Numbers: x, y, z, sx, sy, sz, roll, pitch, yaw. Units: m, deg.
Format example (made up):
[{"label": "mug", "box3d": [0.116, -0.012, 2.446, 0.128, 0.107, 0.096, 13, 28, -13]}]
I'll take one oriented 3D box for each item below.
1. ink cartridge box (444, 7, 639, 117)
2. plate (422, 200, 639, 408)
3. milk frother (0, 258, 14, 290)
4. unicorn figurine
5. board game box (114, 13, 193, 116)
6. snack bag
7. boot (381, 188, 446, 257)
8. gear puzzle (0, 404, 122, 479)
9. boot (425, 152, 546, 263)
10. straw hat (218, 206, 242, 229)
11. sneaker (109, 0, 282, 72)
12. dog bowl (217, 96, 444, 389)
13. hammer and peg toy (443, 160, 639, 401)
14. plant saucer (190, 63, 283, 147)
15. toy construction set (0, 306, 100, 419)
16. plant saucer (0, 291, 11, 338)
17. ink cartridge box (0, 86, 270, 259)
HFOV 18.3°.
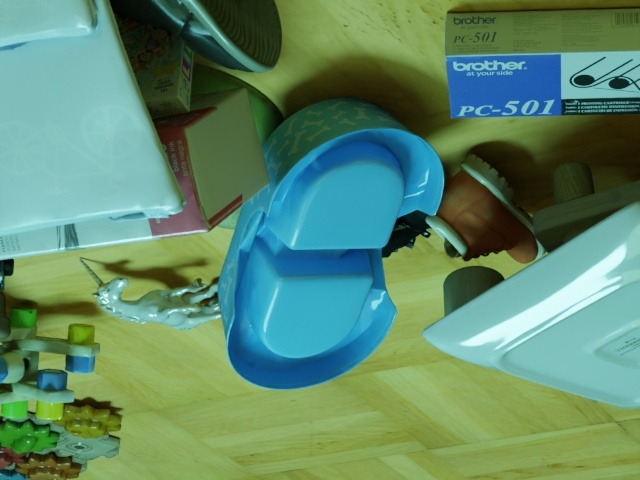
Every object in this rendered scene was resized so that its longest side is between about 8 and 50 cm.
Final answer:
[{"label": "ink cartridge box", "box3d": [0.208, -0.145, 1.625, 0.207, 0.046, 0.097, 0, 152, 7]}, {"label": "plate", "box3d": [0.279, 0.075, 1.739, 0.278, 0.045, 0.277, 18, 143, -35]}, {"label": "milk frother", "box3d": [-0.347, -0.028, 1.798, 0.135, 0.143, 0.129, -5, 160, 10]}, {"label": "unicorn figurine", "box3d": [-0.159, 0.065, 2.058, 0.111, 0.060, 0.162, -15, 148, 30]}, {"label": "board game box", "box3d": [-0.177, -0.143, 1.598, 0.154, 0.103, 0.026, -7, 152, 16]}, {"label": "snack bag", "box3d": [-0.299, -0.138, 1.500, 0.323, 0.037, 0.342, -9, 117, 21]}, {"label": "boot", "box3d": [0.068, -0.022, 1.864, 0.099, 0.045, 0.121, -23, 158, 25]}, {"label": "gear puzzle", "box3d": [-0.351, 0.271, 2.502, 0.175, 0.044, 0.339, 21, 148, -32]}, {"label": "boot", "box3d": [0.152, -0.009, 1.846, 0.059, 0.084, 0.158, 34, 173, 42]}, {"label": "straw hat", "box3d": [-0.042, -0.006, 1.849, 0.145, 0.061, 0.144, -6, 161, -2]}, {"label": "sneaker", "box3d": [-0.132, -0.197, 1.529, 0.118, 0.083, 0.222, -13, 140, 38]}, {"label": "dog bowl", "box3d": [0.000, 0.000, 1.773, 0.166, 0.074, 0.297, -1, 130, -27]}, {"label": "hammer and peg toy", "box3d": [0.304, 0.018, 1.819, 0.361, 0.127, 0.266, -17, 148, 21]}, {"label": "plant saucer", "box3d": [-0.152, -0.086, 1.784, 0.241, 0.037, 0.241, 1, 153, 1]}, {"label": "toy construction set", "box3d": [-0.420, 0.132, 2.146, 0.328, 0.151, 0.215, -9, 177, 36]}, {"label": "plant saucer", "box3d": [-0.412, 0.014, 1.875, 0.278, 0.041, 0.278, 26, 176, 2]}, {"label": "ink cartridge box", "box3d": [-0.173, -0.054, 1.631, 0.218, 0.092, 0.158, -9, -167, 20]}]
